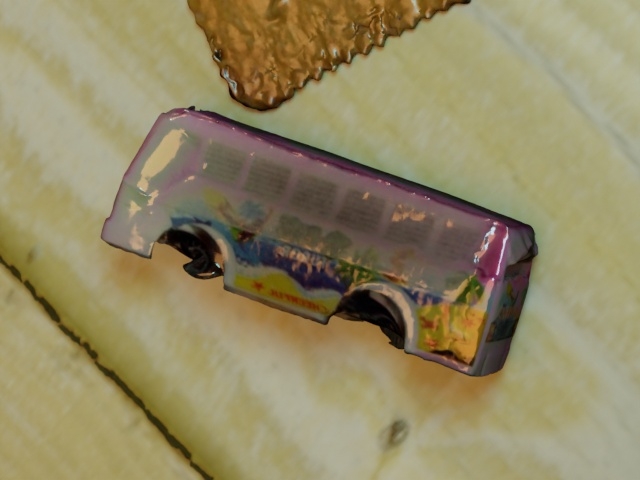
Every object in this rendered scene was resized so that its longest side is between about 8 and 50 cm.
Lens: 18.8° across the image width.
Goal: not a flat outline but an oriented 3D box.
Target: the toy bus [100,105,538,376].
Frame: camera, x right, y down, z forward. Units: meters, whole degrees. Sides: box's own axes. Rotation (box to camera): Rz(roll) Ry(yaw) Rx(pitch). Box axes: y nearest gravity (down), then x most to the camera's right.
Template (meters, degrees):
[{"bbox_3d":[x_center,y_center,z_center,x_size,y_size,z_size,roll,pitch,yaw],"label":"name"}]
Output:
[{"bbox_3d":[0.000,0.000,1.258,0.274,0.090,0.112,20,98,18],"label":"toy bus"}]

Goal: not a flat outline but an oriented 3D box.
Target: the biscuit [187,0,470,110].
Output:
[{"bbox_3d":[-0.007,-0.233,1.266,0.232,0.013,0.236,-27,87,23],"label":"biscuit"}]
